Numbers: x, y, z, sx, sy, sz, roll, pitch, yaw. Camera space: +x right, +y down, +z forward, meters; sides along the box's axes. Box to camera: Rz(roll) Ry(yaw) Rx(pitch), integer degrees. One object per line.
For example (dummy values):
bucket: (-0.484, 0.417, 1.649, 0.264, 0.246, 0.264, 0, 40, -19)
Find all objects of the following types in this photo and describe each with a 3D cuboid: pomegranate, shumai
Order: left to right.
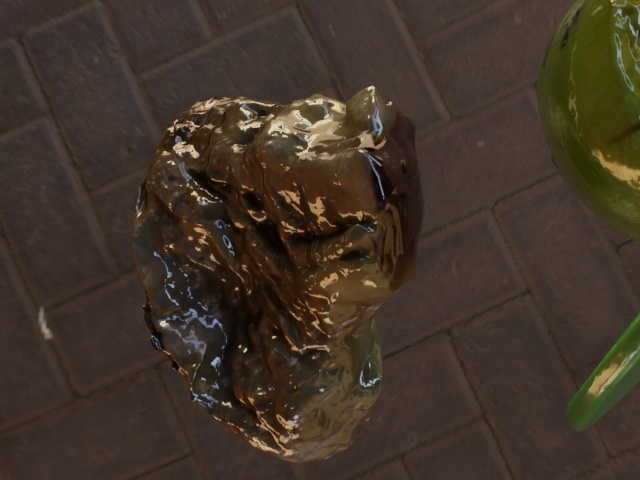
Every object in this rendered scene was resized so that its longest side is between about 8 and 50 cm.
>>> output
shumai: (0.003, -0.001, 0.861, 0.283, 0.217, 0.346, -31, 71, 35)
pomegranate: (0.272, -0.061, 0.613, 0.236, 0.236, 0.302, -30, 78, 4)

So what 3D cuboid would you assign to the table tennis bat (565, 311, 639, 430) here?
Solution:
table tennis bat: (0.166, -0.009, 0.383, 0.039, 0.257, 0.160, 43, 58, 18)
